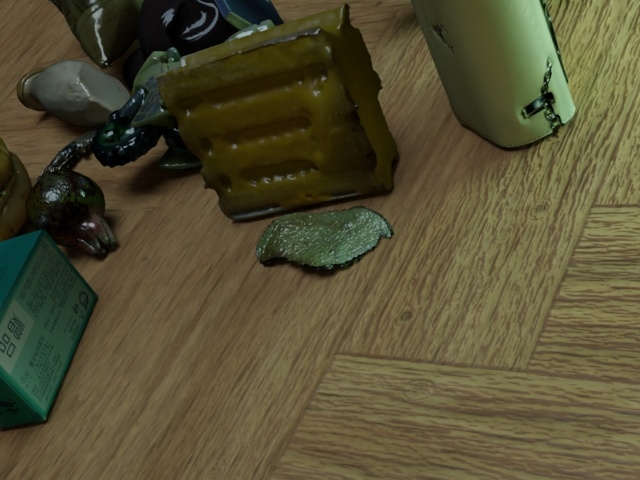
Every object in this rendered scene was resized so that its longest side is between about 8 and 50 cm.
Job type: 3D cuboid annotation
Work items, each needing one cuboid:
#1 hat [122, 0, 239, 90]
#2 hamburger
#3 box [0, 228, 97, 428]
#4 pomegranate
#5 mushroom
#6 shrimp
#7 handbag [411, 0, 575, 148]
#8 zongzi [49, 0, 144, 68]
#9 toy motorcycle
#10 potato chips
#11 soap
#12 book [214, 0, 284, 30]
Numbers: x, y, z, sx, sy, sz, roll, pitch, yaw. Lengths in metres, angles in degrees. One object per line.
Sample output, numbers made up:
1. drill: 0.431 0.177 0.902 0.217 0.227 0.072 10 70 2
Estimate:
1. hat: -0.285 -0.422 1.957 0.336 0.209 0.238 -6 46 34
2. hamburger: -0.662 -0.062 1.834 0.289 0.170 0.314 -29 38 0
3. box: -0.425 0.124 1.453 0.092 0.153 0.245 -15 37 23
4. pomegranate: -0.407 -0.034 1.662 0.125 0.138 0.163 -21 67 -2
5. mushroom: -0.492 -0.291 2.026 0.128 0.128 0.350 -47 34 -21
6. shrimp: -0.439 -0.151 1.897 0.147 0.035 0.195 11 51 41
7. handbag: 0.202 -0.321 1.345 0.160 0.359 0.237 -28 35 2
8. zongzi: -0.340 -0.605 2.126 0.500 0.218 0.467 -51 39 9
9. toy motorcycle: -0.183 -0.228 1.692 0.409 0.169 0.237 -5 49 23
10. potato chips: 0.000 0.000 1.398 0.209 0.026 0.142 -17 35 16
11. soap: -0.053 -0.171 1.452 0.281 0.259 0.143 -10 29 25
12. book: -0.132 -0.419 1.820 0.025 0.190 0.269 -46 44 19
